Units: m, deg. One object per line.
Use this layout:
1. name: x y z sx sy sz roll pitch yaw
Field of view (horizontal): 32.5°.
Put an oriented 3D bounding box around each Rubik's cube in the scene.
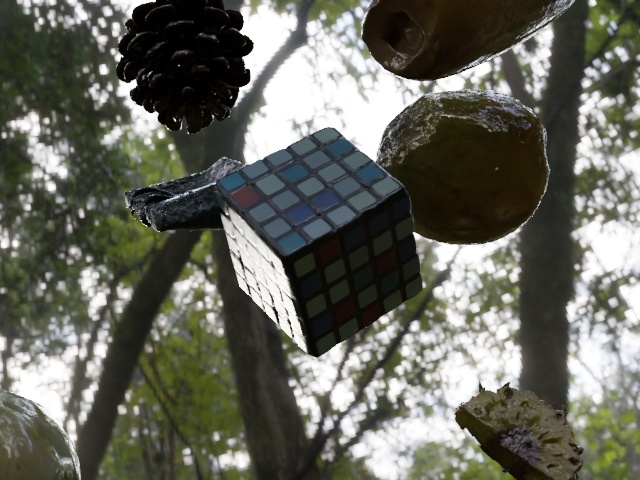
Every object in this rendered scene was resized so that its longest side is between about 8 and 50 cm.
1. Rubik's cube: 0.000 0.000 1.371 0.184 0.187 0.182 -28 -46 -18

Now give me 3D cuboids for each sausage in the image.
1. sausage: 0.186 -0.256 1.159 0.354 0.116 0.134 -29 -15 -44

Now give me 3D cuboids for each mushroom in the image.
1. mushroom: -0.254 0.185 0.878 0.112 0.148 0.148 -40 -36 -7

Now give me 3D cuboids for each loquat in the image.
1. loquat: 0.240 -0.129 1.840 0.284 0.276 0.276 21 -48 -19

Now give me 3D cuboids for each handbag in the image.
1. handbag: -0.176 -0.054 1.529 0.175 0.270 0.088 -12 -78 -19

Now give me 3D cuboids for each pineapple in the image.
1. pineapple: 0.330 0.300 1.697 0.135 0.233 0.079 -28 -30 -37

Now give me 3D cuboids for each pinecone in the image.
1. pinecone: -0.189 -0.245 1.554 0.208 0.207 0.207 -11 -36 -8
